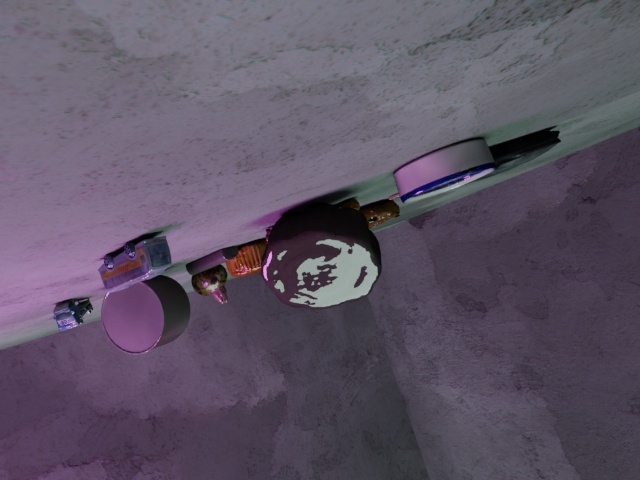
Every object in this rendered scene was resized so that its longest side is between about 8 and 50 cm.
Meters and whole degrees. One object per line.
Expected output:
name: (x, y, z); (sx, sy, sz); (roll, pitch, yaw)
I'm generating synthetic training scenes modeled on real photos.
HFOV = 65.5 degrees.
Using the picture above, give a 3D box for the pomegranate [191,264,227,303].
pomegranate: (-0.397, 0.155, 1.848); (0.138, 0.163, 0.126); (-40, -165, 25)

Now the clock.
clock: (0.290, -0.163, 1.179); (0.230, 0.083, 0.230); (-21, 177, -1)

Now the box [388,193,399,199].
box: (0.272, -0.154, 1.696); (0.046, 0.012, 0.083); (-20, 178, 40)

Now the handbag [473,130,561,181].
handbag: (0.495, -0.224, 1.398); (0.332, 0.075, 0.191); (-21, 180, -10)

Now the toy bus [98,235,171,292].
toy bus: (-0.371, 0.048, 0.987); (0.190, 0.075, 0.064); (-21, 175, 38)

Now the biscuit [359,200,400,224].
biscuit: (0.150, -0.072, 1.810); (0.295, 0.075, 0.296); (-23, 174, -3)

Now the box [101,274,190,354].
box: (-0.538, 0.224, 1.545); (0.226, 0.226, 0.149); (-20, 176, 17)

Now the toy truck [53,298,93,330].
toy truck: (-0.775, 0.215, 1.567); (0.067, 0.081, 0.175); (-18, -165, -2)

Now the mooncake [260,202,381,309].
mooncake: (0.002, 0.042, 1.282); (0.305, 0.306, 0.154); (-20, -146, 16)

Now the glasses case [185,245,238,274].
glasses case: (-0.352, 0.065, 1.616); (0.190, 0.042, 0.072); (-21, -177, 34)

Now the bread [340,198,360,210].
bread: (0.084, -0.090, 1.459); (0.052, 0.044, 0.157); (-12, 175, -4)

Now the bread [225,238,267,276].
bread: (-0.227, 0.064, 1.696); (0.199, 0.104, 0.199); (-17, 178, -1)

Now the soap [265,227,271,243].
soap: (0.000, 0.000, 1.464); (0.288, 0.112, 0.182); (-6, -179, 9)
